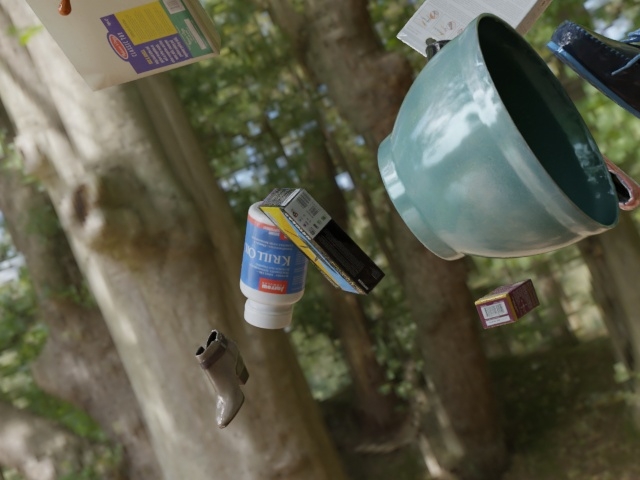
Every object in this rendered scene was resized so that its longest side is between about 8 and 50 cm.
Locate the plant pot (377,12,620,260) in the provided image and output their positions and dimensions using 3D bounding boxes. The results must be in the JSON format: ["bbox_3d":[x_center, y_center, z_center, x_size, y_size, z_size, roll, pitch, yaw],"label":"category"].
[{"bbox_3d":[0.193,-0.095,1.566,0.196,0.293,0.293,-32,-11,24],"label":"plant pot"}]

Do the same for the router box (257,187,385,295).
[{"bbox_3d":[0.000,0.000,1.897,0.046,0.179,0.133,-47,15,-12],"label":"router box"}]

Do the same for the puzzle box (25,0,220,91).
[{"bbox_3d":[-0.381,-0.445,2.322,0.272,0.052,0.409,-13,-40,16],"label":"puzzle box"}]

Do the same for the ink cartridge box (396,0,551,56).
[{"bbox_3d":[0.282,-0.409,2.385,0.232,0.189,0.066,-53,-30,4],"label":"ink cartridge box"}]

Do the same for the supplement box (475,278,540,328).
[{"bbox_3d":[0.265,0.090,1.860,0.055,0.043,0.083,-18,4,38],"label":"supplement box"}]

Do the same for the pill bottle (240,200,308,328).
[{"bbox_3d":[-0.085,0.047,2.450,0.124,0.222,0.124,6,19,-2],"label":"pill bottle"}]

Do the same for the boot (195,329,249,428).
[{"bbox_3d":[-0.136,0.180,1.745,0.042,0.087,0.118,-22,30,29],"label":"boot"}]

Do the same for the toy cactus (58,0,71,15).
[{"bbox_3d":[-0.448,-0.425,2.001,0.180,0.219,0.112,4,-68,-64],"label":"toy cactus"}]

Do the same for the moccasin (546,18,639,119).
[{"bbox_3d":[0.445,-0.217,1.717,0.342,0.138,0.117,23,-69,-30],"label":"moccasin"}]

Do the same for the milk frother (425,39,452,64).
[{"bbox_3d":[0.251,-0.255,2.188,0.143,0.135,0.129,-7,-19,30],"label":"milk frother"}]

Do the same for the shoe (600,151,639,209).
[{"bbox_3d":[0.423,-0.110,2.047,0.063,0.178,0.081,-55,-18,12],"label":"shoe"}]
